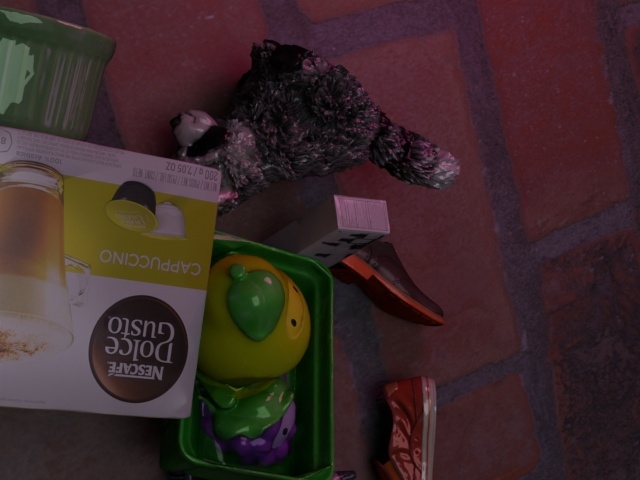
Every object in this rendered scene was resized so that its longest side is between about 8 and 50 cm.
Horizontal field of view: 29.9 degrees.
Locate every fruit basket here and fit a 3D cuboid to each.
[{"bbox_3d":[-0.090,0.148,1.699,0.283,0.392,0.392,17,81,-26],"label":"fruit basket"}]

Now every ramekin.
[{"bbox_3d":[-0.432,-0.221,1.579,0.303,0.303,0.148,10,92,-32],"label":"ramekin"}]

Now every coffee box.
[{"bbox_3d":[-0.369,0.047,1.587,0.337,0.338,0.334,10,85,-32],"label":"coffee box"}]

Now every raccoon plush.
[{"bbox_3d":[-0.017,-0.102,1.842,0.446,0.216,0.299,27,79,-5],"label":"raccoon plush"}]

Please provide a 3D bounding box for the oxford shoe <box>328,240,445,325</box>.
[{"bbox_3d":[0.122,0.058,2.049,0.271,0.097,0.098,37,65,-27],"label":"oxford shoe"}]

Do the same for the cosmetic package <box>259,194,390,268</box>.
[{"bbox_3d":[0.000,0.000,1.880,0.099,0.239,0.060,7,68,-31],"label":"cosmetic package"}]

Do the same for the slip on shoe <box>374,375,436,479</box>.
[{"bbox_3d":[0.142,0.397,2.063,0.101,0.123,0.331,2,94,-1],"label":"slip on shoe"}]

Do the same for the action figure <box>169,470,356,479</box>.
[{"bbox_3d":[-0.123,0.378,1.848,0.330,0.178,0.341,-18,101,-41],"label":"action figure"}]
